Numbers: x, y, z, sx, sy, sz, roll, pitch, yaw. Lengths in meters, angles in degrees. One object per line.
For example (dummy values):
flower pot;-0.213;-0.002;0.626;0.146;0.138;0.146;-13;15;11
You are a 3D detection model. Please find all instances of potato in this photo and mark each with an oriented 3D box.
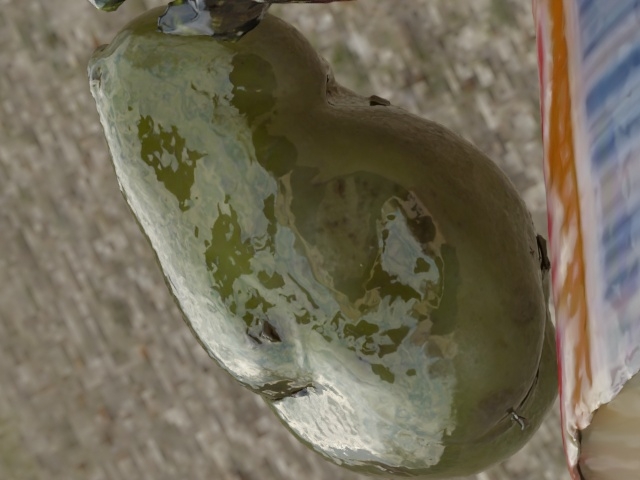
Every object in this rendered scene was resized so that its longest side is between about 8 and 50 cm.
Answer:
potato;0.002;-0.003;1.134;0.351;0.202;0.218;42;173;-4

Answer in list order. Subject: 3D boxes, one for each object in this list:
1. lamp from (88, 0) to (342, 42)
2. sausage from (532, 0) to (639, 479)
lamp;-0.034;-0.202;0.838;0.247;0.247;0.247;47;152;34
sausage;0.184;-0.056;0.622;0.233;0.233;0.287;104;166;-58
